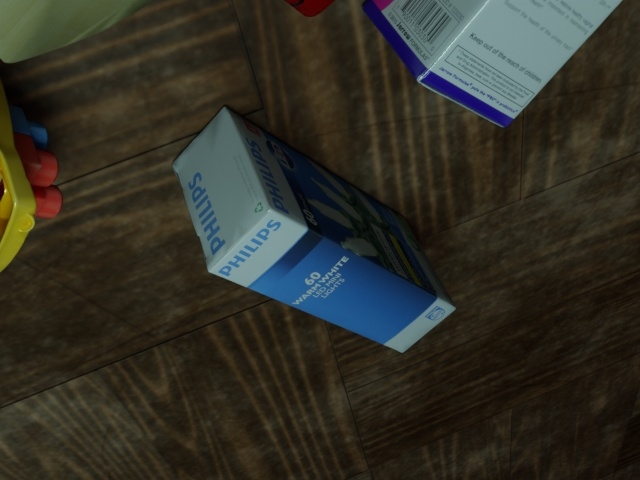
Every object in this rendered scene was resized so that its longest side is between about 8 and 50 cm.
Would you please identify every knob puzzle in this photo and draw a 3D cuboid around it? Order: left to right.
[{"bbox_3d":[-0.121,-0.173,0.437,0.213,0.030,0.213,-38,179,-1],"label":"knob puzzle"}]

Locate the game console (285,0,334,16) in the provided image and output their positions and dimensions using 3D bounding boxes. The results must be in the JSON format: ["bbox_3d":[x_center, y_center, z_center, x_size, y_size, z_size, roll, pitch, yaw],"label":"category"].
[{"bbox_3d":[0.005,-0.243,0.539,0.144,0.085,0.124,-39,169,15],"label":"game console"}]

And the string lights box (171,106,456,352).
[{"bbox_3d":[0.000,0.000,0.703,0.077,0.133,0.259,-42,138,19],"label":"string lights box"}]

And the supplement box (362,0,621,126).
[{"bbox_3d":[0.153,-0.212,0.575,0.114,0.111,0.220,17,124,-39],"label":"supplement box"}]

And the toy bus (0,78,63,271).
[{"bbox_3d":[-0.248,-0.036,0.479,0.211,0.220,0.149,15,129,-46],"label":"toy bus"}]
